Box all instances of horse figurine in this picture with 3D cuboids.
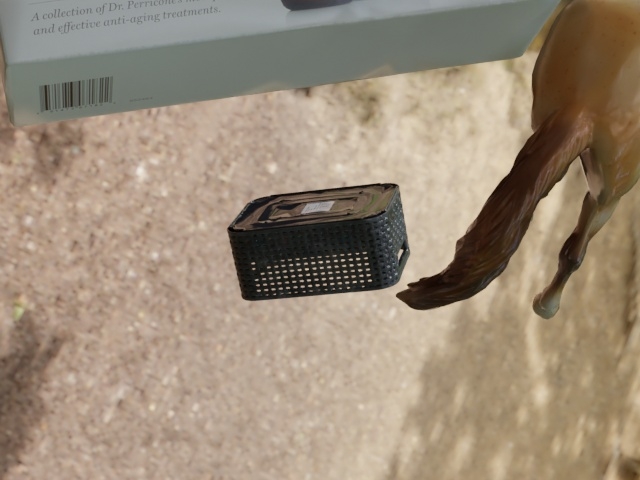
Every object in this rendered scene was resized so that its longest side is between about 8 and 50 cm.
[{"bbox_3d":[0.129,-0.076,0.536,0.263,0.066,0.174,-53,163,-27],"label":"horse figurine"}]

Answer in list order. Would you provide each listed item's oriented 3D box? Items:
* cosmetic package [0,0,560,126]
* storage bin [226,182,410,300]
[{"bbox_3d":[-0.052,-0.250,0.870,0.097,0.377,0.285,116,-39,-66],"label":"cosmetic package"},{"bbox_3d":[0.000,0.000,1.373,0.122,0.180,0.084,-59,140,-66],"label":"storage bin"}]
